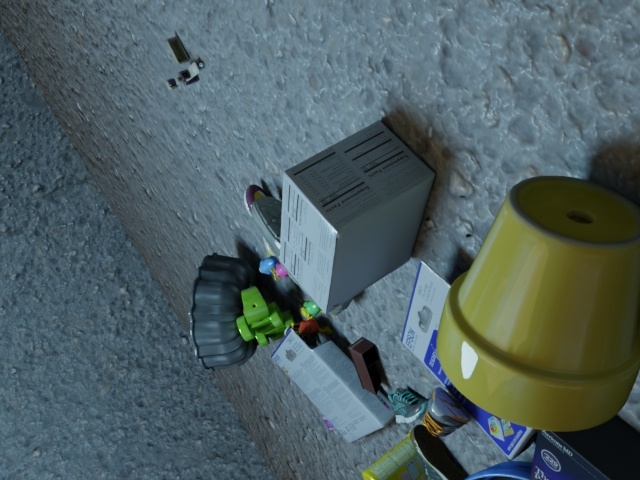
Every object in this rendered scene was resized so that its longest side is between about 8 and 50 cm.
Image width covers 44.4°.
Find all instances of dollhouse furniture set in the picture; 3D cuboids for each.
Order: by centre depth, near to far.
[{"bbox_3d":[-0.323,-0.420,1.804,0.081,0.091,0.114,-21,97,52],"label":"dollhouse furniture set"}]

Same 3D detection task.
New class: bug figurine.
[{"bbox_3d":[-0.065,0.127,1.960,0.279,0.072,0.216,57,157,5],"label":"bug figurine"}]

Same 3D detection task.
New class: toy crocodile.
[{"bbox_3d":[-0.143,0.207,2.082,0.340,0.115,0.105,48,-162,-70],"label":"toy crocodile"}]

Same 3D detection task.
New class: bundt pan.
[{"bbox_3d":[-0.243,0.197,2.167,0.124,0.331,0.331,-1,129,15],"label":"bundt pan"}]

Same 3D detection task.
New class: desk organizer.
[{"bbox_3d":[0.114,0.297,1.842,0.050,0.047,0.130,21,137,52],"label":"desk organizer"}]

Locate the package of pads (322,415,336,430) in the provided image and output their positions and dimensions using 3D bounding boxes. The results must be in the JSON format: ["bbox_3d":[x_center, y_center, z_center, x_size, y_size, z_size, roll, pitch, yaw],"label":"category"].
[{"bbox_3d":[0.038,0.530,2.308,0.050,0.032,0.083,59,157,5],"label":"package of pads"}]

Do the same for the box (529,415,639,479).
[{"bbox_3d":[0.454,0.380,1.186,0.261,0.103,0.184,39,148,38],"label":"box"}]

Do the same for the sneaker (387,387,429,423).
[{"bbox_3d":[0.193,0.363,1.749,0.076,0.065,0.166,60,156,5],"label":"sneaker"}]

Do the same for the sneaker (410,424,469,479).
[{"bbox_3d":[0.258,0.513,1.776,0.192,0.064,0.086,49,141,14],"label":"sneaker"}]

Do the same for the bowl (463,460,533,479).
[{"bbox_3d":[0.405,0.579,1.419,0.391,0.077,0.391,21,123,37],"label":"bowl"}]

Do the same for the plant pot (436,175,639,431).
[{"bbox_3d":[0.288,0.062,0.967,0.254,0.254,0.239,39,135,39],"label":"plant pot"}]

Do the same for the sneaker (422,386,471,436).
[{"bbox_3d":[0.234,0.338,1.500,0.084,0.083,0.215,49,-177,23],"label":"sneaker"}]

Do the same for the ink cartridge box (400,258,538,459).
[{"bbox_3d":[0.278,0.200,1.364,0.307,0.072,0.303,49,157,26],"label":"ink cartridge box"}]

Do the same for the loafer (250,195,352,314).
[{"bbox_3d":[-0.050,0.036,1.756,0.319,0.112,0.111,50,141,17],"label":"loafer"}]

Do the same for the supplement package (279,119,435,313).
[{"bbox_3d":[0.055,-0.035,1.339,0.145,0.204,0.262,49,156,24],"label":"supplement package"}]

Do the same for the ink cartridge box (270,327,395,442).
[{"bbox_3d":[0.026,0.368,2.039,0.330,0.071,0.324,48,157,7],"label":"ink cartridge box"}]

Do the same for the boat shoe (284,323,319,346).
[{"bbox_3d":[-0.048,0.253,2.064,0.038,0.046,0.125,38,-179,37],"label":"boat shoe"}]

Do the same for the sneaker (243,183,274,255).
[{"bbox_3d":[-0.112,-0.053,1.852,0.084,0.069,0.185,-11,110,48],"label":"sneaker"}]

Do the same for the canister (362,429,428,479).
[{"bbox_3d":[0.192,0.539,1.827,0.073,0.170,0.126,11,129,60],"label":"canister"}]
